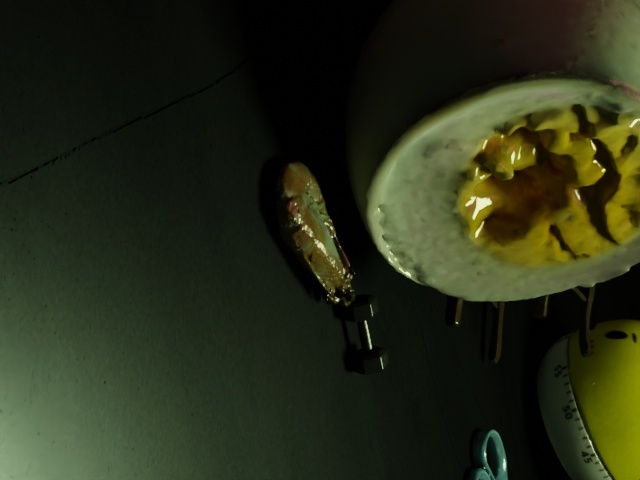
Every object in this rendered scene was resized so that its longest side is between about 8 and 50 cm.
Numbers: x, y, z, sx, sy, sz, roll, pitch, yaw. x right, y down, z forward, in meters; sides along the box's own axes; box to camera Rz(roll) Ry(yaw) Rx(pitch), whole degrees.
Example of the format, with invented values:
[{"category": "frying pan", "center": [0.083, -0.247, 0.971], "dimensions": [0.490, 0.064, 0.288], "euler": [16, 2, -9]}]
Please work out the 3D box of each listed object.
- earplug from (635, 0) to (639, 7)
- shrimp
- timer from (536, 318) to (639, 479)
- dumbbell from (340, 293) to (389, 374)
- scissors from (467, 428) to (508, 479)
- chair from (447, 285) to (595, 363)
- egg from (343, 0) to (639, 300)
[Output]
[{"category": "earplug", "center": [0.320, -0.458, 1.873], "dimensions": [0.312, 0.312, 0.394], "euler": [46, 44, -54]}, {"category": "shrimp", "center": [0.000, 0.000, 1.408], "dimensions": [0.091, 0.043, 0.184], "euler": [-69, 144, -49]}, {"category": "timer", "center": [0.479, 0.229, 2.074], "dimensions": [0.285, 0.285, 0.285], "euler": [-5, 90, -65]}, {"category": "dumbbell", "center": [0.046, 0.098, 1.495], "dimensions": [0.036, 0.040, 0.083], "euler": [-124, -158, -74]}, {"category": "scissors", "center": [0.245, 0.361, 1.881], "dimensions": [0.256, 0.030, 0.125], "euler": [59, 37, -39]}, {"category": "chair", "center": [0.265, -0.020, 1.857], "dimensions": [0.186, 0.160, 0.319], "euler": [39, 52, -50]}, {"category": "egg", "center": [0.194, -0.161, 1.526], "dimensions": [0.354, 0.354, 0.340], "euler": [57, 20, -45]}]
